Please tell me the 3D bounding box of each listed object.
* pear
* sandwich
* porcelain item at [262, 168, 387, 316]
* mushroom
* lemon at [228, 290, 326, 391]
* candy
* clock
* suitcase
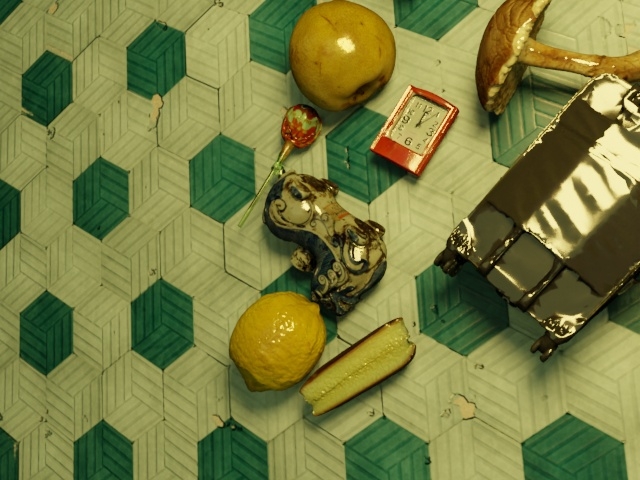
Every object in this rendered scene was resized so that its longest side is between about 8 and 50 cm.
[{"bbox_3d":[0.038,-0.364,1.298,0.208,0.209,0.209,-3,82,22],"label":"pear"},{"bbox_3d":[0.078,0.238,1.268,0.244,0.088,0.090,-35,80,11],"label":"sandwich"},{"bbox_3d":[0.000,0.000,1.314,0.288,0.138,0.186,41,116,17],"label":"porcelain item"},{"bbox_3d":[0.404,-0.324,1.114,0.301,0.233,0.208,-5,120,28],"label":"mushroom"},{"bbox_3d":[-0.081,0.192,1.287,0.180,0.180,0.193,47,123,20],"label":"lemon"},{"bbox_3d":[-0.088,-0.150,1.359,0.078,0.084,0.288,33,82,-17],"label":"candy"},{"bbox_3d":[0.184,-0.211,1.293,0.113,0.061,0.155,33,93,22],"label":"clock"},{"bbox_3d":[0.427,-0.039,1.097,0.283,0.194,0.434,44,100,21],"label":"suitcase"}]
